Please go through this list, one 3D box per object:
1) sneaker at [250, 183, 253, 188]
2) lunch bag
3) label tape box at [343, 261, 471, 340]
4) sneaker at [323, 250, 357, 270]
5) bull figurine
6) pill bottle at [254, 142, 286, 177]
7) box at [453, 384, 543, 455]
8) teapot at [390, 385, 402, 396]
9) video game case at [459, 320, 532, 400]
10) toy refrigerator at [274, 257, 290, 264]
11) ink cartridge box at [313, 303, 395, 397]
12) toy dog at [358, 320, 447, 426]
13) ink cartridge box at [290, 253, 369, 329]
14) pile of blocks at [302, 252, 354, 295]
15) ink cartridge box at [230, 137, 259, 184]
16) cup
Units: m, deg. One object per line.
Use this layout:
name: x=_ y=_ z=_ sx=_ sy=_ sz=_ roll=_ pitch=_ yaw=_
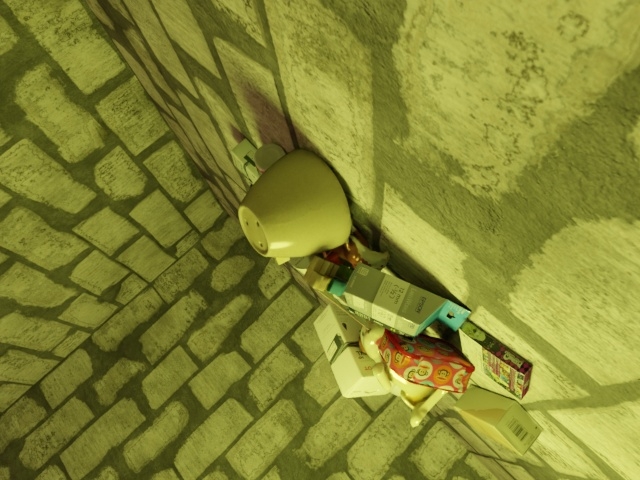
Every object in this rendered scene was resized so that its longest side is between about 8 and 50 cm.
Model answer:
sneaker: x=-0.185 y=-0.183 z=1.852 sx=0.279 sy=0.107 sz=0.118 roll=44 pitch=-174 yaw=29
lunch bag: x=0.351 y=0.396 z=1.466 sx=0.292 sy=0.120 sz=0.258 roll=17 pitch=-171 yaw=-13
label tape box: x=0.254 y=0.216 z=1.310 sx=0.347 sy=0.115 sz=0.249 roll=25 pitch=163 yaw=16
sneaker: x=0.080 y=0.097 z=1.732 sx=0.136 sy=0.116 sz=0.314 roll=32 pitch=162 yaw=54
bull figurine: x=0.093 y=0.002 z=1.425 sx=0.310 sy=0.101 sz=0.189 roll=22 pitch=146 yaw=50
pill bottle: x=-0.165 y=-0.248 z=1.481 sx=0.108 sy=0.108 sz=0.180 roll=44 pitch=168 yaw=12
box: x=0.640 y=0.650 z=1.571 sx=0.148 sy=0.121 sz=0.311 roll=46 pitch=168 yaw=2
teapot: x=0.401 y=0.604 z=2.052 sx=0.255 sy=0.252 sz=0.187 roll=22 pitch=137 yaw=32
video game case: x=0.511 y=0.355 z=1.257 sx=0.210 sy=0.042 sz=0.232 roll=37 pitch=165 yaw=39
toy refrigerator: x=-0.215 y=-0.026 z=1.953 sx=0.102 sy=0.094 sz=0.270 roll=48 pitch=161 yaw=50
ink cartridge box: x=0.180 y=0.499 z=1.976 sx=0.285 sy=0.166 sz=0.395 roll=9 pitch=-141 yaw=-36
toy dog: x=0.347 y=0.464 z=1.759 sx=0.408 sy=0.285 sz=0.395 roll=42 pitch=-156 yaw=14
ink cartridge box: x=0.024 y=0.183 z=1.707 sx=0.308 sy=0.091 sz=0.385 roll=41 pitch=-165 yaw=-30
pile of blocks: x=0.053 y=0.104 z=1.387 sx=0.148 sy=0.113 sz=0.362 roll=27 pitch=-178 yaw=10
ink cartridge box: x=-0.258 y=-0.288 z=1.717 sx=0.208 sy=0.087 sz=0.153 roll=46 pitch=167 yaw=7
cup: x=-0.104 y=-0.080 z=1.280 sx=0.331 sy=0.236 sz=0.331 roll=41 pitch=147 yaw=34
